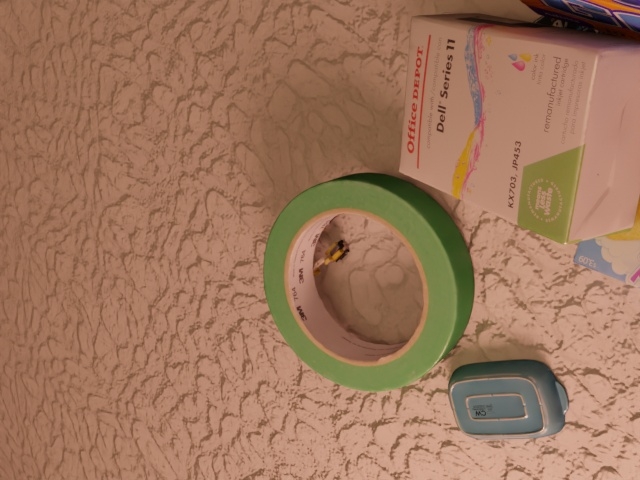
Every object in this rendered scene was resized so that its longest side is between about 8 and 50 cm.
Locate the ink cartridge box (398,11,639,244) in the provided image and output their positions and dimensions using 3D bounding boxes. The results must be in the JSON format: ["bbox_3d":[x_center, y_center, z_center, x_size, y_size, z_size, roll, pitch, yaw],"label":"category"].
[{"bbox_3d":[0.206,-0.153,0.923,0.353,0.119,0.207,32,126,51],"label":"ink cartridge box"}]

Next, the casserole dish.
[{"bbox_3d":[0.255,0.230,1.103,0.188,0.037,0.114,-13,92,41],"label":"casserole dish"}]

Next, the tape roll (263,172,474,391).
[{"bbox_3d":[0.066,0.062,1.163,0.321,0.077,0.321,8,105,30],"label":"tape roll"}]

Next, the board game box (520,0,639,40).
[{"bbox_3d":[0.346,-0.356,0.631,0.357,0.356,0.356,27,104,31],"label":"board game box"}]

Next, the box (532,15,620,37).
[{"bbox_3d":[0.352,-0.219,0.902,0.220,0.051,0.175,-33,79,39],"label":"box"}]

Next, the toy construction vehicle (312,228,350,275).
[{"bbox_3d":[0.000,0.000,1.255,0.098,0.035,0.086,-42,74,38],"label":"toy construction vehicle"}]

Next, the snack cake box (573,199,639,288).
[{"bbox_3d":[0.437,-0.001,0.862,0.264,0.089,0.152,25,115,33],"label":"snack cake box"}]
